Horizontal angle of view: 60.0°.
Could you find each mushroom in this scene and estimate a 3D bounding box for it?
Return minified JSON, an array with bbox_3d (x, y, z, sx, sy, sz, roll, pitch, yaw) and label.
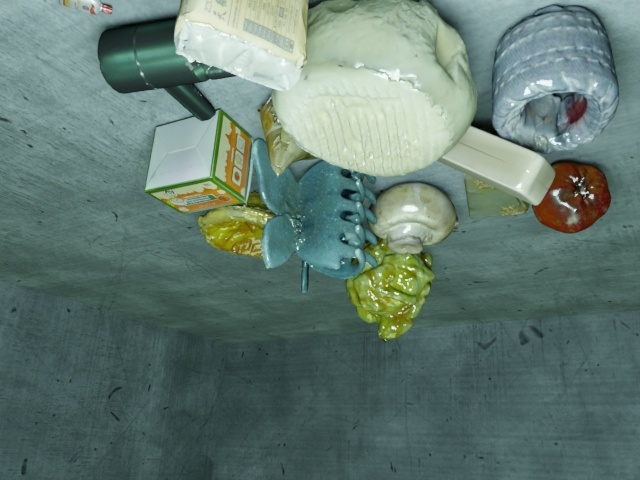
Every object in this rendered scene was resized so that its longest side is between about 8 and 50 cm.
[{"bbox_3d":[0.257,-0.059,1.528,0.254,0.184,0.255,10,148,6],"label":"mushroom"}]

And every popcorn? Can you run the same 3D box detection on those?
[{"bbox_3d":[0.219,0.126,1.804,0.274,0.335,0.279,-1,133,51],"label":"popcorn"}]

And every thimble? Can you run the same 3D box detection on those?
[{"bbox_3d":[0.409,-0.276,0.969,0.205,0.172,0.236,-14,151,43],"label":"thimble"}]

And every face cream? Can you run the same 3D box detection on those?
[{"bbox_3d":[-0.398,-0.403,0.940,0.083,0.021,0.040,10,158,-20],"label":"face cream"}]

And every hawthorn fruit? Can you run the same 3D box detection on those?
[{"bbox_3d":[0.613,-0.106,1.386,0.185,0.185,0.202,1,173,5],"label":"hawthorn fruit"}]

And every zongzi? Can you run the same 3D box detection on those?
[{"bbox_3d":[-0.048,-0.194,1.194,0.099,0.198,0.194,-25,150,33],"label":"zongzi"}]

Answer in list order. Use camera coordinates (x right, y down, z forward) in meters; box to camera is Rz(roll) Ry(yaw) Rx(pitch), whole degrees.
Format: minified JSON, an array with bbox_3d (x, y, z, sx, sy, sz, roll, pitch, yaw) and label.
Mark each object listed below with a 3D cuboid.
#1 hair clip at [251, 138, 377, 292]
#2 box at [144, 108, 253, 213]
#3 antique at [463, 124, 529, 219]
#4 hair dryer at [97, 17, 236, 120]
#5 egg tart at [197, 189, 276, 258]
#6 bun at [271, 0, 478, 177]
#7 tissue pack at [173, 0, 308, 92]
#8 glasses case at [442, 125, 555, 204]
[{"bbox_3d":[0.010,-0.055,1.393,0.238,0.319,0.392,-7,155,18],"label":"hair clip"},{"bbox_3d":[-0.277,-0.176,1.290,0.194,0.178,0.148,-8,157,25],"label":"box"},{"bbox_3d":[0.402,-0.161,1.316,0.150,0.125,0.284,-8,156,25],"label":"antique"},{"bbox_3d":[-0.236,-0.313,1.071,0.244,0.116,0.302,-2,169,12],"label":"hair dryer"},{"bbox_3d":[-0.190,-0.050,1.664,0.341,0.132,0.341,2,158,1],"label":"egg tart"},{"bbox_3d":[0.093,-0.272,0.960,0.359,0.211,0.360,15,155,7],"label":"bun"},{"bbox_3d":[-0.103,-0.341,0.788,0.186,0.222,0.090,12,159,-25],"label":"tissue pack"},{"bbox_3d":[0.281,-0.179,1.088,0.336,0.076,0.144,33,-170,31],"label":"glasses case"}]
